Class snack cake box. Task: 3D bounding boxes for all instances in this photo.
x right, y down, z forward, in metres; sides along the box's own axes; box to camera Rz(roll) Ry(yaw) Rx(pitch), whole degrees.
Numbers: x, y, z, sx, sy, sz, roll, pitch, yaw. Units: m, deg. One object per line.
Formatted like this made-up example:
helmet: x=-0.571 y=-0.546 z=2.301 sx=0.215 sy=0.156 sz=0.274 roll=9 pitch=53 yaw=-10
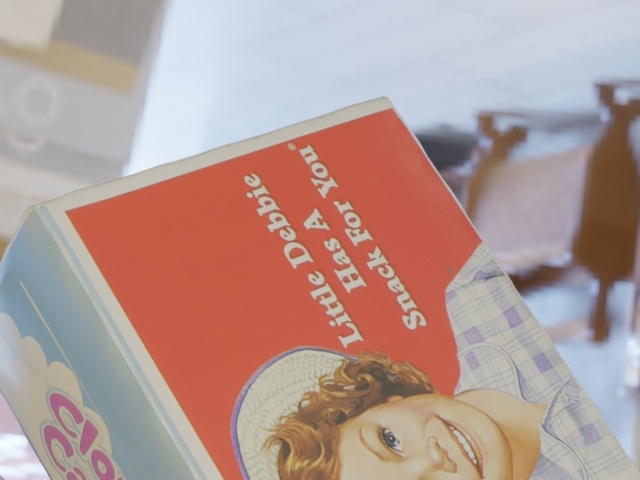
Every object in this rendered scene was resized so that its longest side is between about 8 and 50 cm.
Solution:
snack cake box: x=0.018 y=0.095 z=0.649 sx=0.152 sy=0.264 sz=0.089 roll=-20 pitch=160 yaw=-35

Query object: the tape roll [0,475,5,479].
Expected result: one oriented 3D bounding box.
tape roll: x=-0.350 y=0.289 z=1.578 sx=0.275 sy=0.275 sz=0.090 roll=8 pitch=162 yaw=-2
